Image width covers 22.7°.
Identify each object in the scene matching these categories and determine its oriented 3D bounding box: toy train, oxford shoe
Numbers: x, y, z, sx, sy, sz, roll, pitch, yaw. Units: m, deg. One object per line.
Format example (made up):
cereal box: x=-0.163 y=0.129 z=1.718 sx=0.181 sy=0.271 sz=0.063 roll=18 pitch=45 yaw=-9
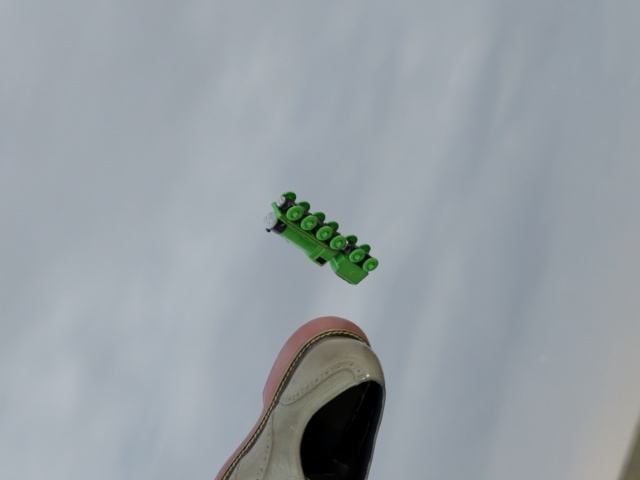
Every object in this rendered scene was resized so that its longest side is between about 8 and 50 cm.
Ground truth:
toy train: x=0.000 y=0.000 z=0.839 sx=0.023 sy=0.017 sz=0.083 roll=-42 pitch=-45 yaw=15
oxford shoe: x=-0.029 y=0.252 z=1.559 sx=0.130 sy=0.123 sz=0.348 roll=-130 pitch=55 yaw=-63
